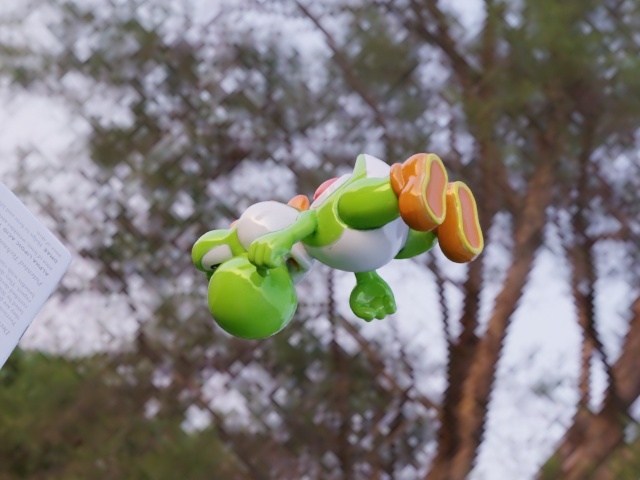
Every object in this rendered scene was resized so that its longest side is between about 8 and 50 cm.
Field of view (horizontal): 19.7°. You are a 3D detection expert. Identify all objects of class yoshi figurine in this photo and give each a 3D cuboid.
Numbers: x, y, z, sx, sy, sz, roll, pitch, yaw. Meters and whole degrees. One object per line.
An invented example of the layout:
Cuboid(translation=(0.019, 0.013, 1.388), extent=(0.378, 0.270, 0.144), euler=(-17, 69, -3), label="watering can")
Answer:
Cuboid(translation=(0.004, 0.027, 2.248), extent=(0.362, 0.203, 0.203), euler=(-16, -79, 26), label="yoshi figurine")

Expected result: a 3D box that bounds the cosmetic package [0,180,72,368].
Cuboid(translation=(-0.356, 0.044, 1.681), extent=(0.151, 0.184, 0.151), euler=(-24, -63, 40), label="cosmetic package")
